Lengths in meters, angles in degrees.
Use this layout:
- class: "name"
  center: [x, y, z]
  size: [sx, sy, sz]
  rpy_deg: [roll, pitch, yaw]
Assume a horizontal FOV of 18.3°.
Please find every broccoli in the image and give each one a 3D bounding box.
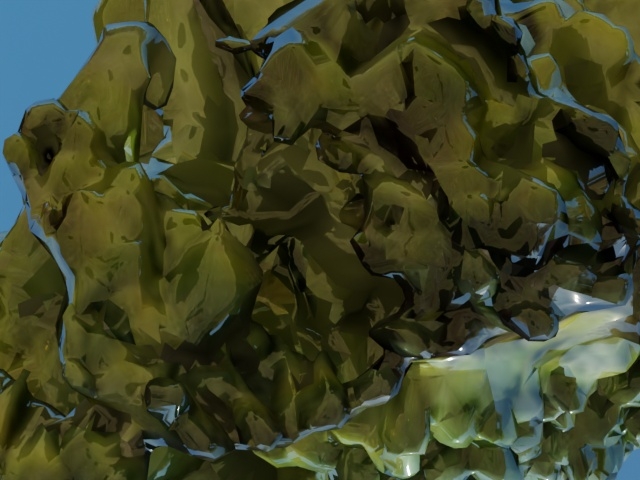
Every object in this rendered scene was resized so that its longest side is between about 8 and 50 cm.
- class: "broccoli"
  center: [0.014, 0.021, 0.701]
  size: [0.334, 0.272, 0.324]
  rpy_deg: [-37, -163, 46]
